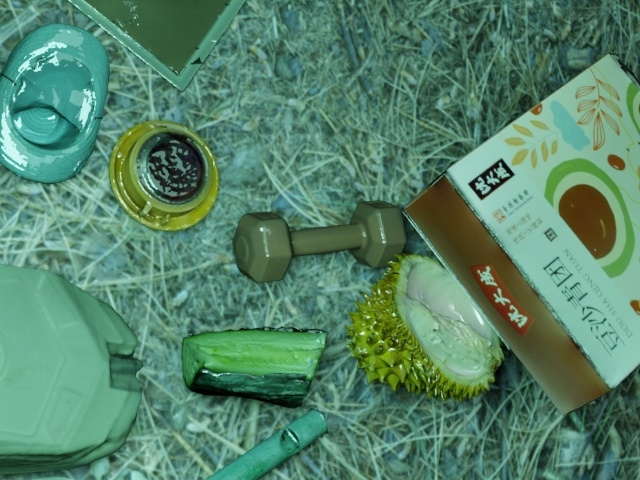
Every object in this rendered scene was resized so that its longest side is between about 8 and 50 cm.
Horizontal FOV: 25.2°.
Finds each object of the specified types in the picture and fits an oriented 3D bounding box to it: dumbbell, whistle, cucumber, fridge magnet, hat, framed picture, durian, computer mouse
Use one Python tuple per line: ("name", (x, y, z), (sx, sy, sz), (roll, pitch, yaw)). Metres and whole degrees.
("dumbbell", (0.000, 0.000, 1.833), (0.230, 0.092, 0.082), (-6, 107, -31))
("whistle", (-0.071, 0.265, 1.745), (0.186, 0.039, 0.039), (-30, 91, -31))
("cucumber", (-0.073, 0.160, 1.750), (0.193, 0.086, 0.115), (8, 28, -25))
("fridge magnet", (-0.190, -0.081, 1.763), (0.143, 0.063, 0.143), (6, 75, -24))
("hat", (-0.324, -0.162, 1.709), (0.138, 0.078, 0.191), (23, 84, -22))
("framed picture", (-0.233, -0.349, 1.844), (0.273, 0.016, 0.216), (39, 60, -14))
("durian", (0.128, 0.121, 1.843), (0.249, 0.138, 0.183), (19, 30, -37))
("computer mouse", (-0.392, 0.140, 1.547), (0.428, 0.145, 0.228), (9, 64, -39))

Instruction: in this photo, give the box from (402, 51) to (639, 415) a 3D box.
("box", (0.360, -0.018, 1.923), (0.385, 0.122, 0.344), (-35, 86, -34))
